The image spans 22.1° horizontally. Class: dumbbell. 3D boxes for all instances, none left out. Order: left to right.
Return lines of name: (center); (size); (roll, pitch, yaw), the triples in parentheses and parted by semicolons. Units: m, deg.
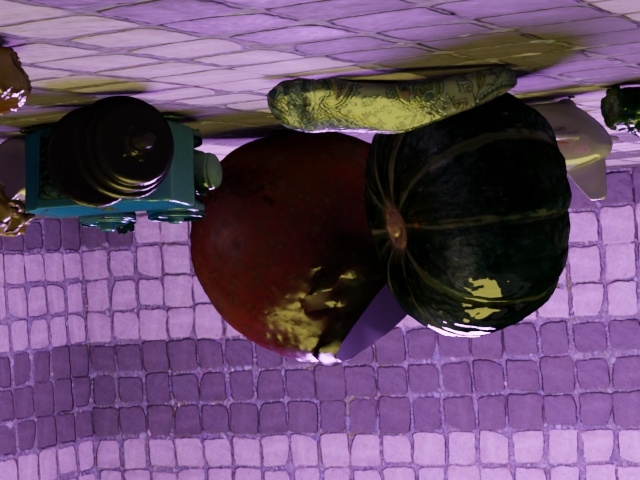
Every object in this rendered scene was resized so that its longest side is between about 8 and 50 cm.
dumbbell: (-0.199, -0.083, 1.534); (0.099, 0.099, 0.208); (-4, 178, -28)

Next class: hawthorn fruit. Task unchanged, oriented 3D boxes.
hawthorn fruit: (-0.013, 0.009, 2.043); (0.316, 0.316, 0.316); (-4, 179, 0)

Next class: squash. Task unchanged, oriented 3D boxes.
squash: (0.143, -0.031, 1.621); (0.165, 0.252, 0.252); (-12, -178, -21)

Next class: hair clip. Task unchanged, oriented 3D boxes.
hair clip: (0.066, -0.128, 1.476); (0.229, 0.066, 0.036); (-6, -137, 0)

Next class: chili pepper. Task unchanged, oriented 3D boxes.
chili pepper: (0.414, -0.143, 1.767); (0.224, 0.061, 0.098); (-2, 172, -21)

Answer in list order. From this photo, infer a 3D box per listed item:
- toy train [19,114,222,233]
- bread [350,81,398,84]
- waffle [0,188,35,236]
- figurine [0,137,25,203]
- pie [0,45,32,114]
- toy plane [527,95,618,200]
toy train: (-0.216, -0.073, 1.764); (0.203, 0.112, 0.163); (-7, 173, 22)
bread: (0.028, -0.130, 1.563); (0.090, 0.035, 0.094); (-3, 179, -35)
waffle: (-0.444, -0.055, 1.760); (0.254, 0.052, 0.245); (8, 167, 25)
figurine: (-0.333, -0.075, 1.898); (0.098, 0.081, 0.146); (-31, 168, 10)
pie: (-0.293, -0.109, 1.134); (0.195, 0.046, 0.195); (-3, -179, 0)
toy plane: (0.218, -0.101, 1.865); (0.252, 0.118, 0.252); (-1, 180, 0)
